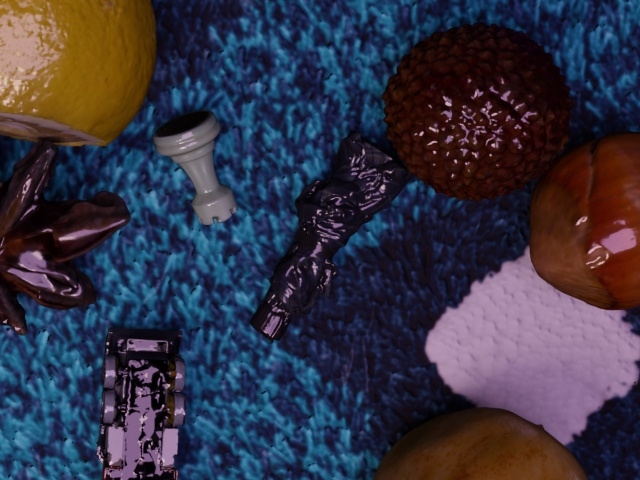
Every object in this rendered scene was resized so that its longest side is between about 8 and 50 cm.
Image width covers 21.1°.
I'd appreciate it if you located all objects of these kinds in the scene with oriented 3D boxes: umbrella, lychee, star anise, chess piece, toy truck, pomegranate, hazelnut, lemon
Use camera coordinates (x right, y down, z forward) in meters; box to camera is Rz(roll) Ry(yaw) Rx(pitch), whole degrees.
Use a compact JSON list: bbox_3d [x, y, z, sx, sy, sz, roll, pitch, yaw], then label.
[{"bbox_3d":[-0.002,-0.001,1.703,0.080,0.071,0.224,35,97,13],"label":"umbrella"},{"bbox_3d":[0.154,-0.126,1.654,0.188,0.188,0.188,-2,99,-11],"label":"lychee"},{"bbox_3d":[-0.299,-0.004,1.596,0.212,0.129,0.282,25,136,-4],"label":"star anise"},{"bbox_3d":[-0.117,-0.068,1.672,0.067,0.067,0.103,-22,112,-7],"label":"chess piece"},{"bbox_3d":[-0.177,0.183,1.687,0.083,0.092,0.192,3,90,-12],"label":"toy truck"},{"bbox_3d":[0.157,0.278,1.705,0.233,0.233,0.233,-2,99,-11],"label":"pomegranate"},{"bbox_3d":[0.292,-0.014,1.697,0.182,0.182,0.182,-2,99,-11],"label":"hazelnut"},{"bbox_3d":[-0.263,-0.203,1.534,0.241,0.240,0.219,9,87,-12],"label":"lemon"}]
